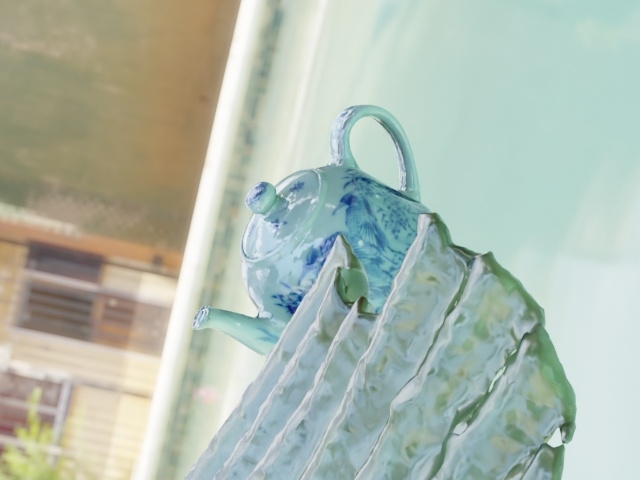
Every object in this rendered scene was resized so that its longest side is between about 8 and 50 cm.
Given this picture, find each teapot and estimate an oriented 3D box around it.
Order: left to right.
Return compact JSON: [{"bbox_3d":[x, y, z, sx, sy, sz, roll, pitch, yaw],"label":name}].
[{"bbox_3d":[0.000,0.000,1.350,0.232,0.159,0.159,-56,2,-13],"label":"teapot"}]

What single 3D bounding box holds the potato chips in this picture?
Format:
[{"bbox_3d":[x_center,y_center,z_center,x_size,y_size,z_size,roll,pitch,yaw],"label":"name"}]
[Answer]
[{"bbox_3d":[-0.035,0.170,0.900,0.389,0.097,0.373,-58,21,-12],"label":"potato chips"}]
